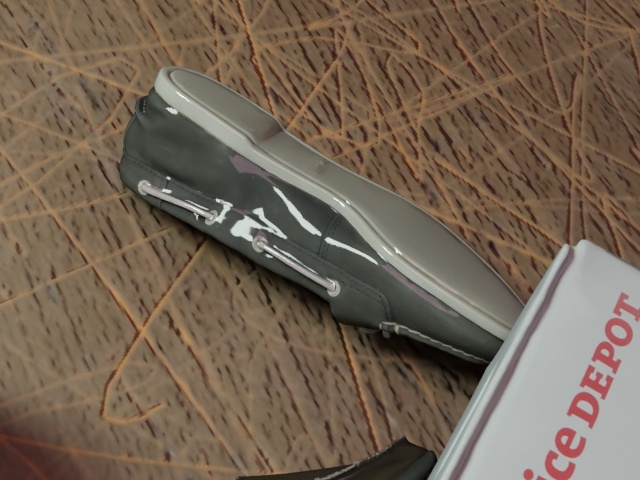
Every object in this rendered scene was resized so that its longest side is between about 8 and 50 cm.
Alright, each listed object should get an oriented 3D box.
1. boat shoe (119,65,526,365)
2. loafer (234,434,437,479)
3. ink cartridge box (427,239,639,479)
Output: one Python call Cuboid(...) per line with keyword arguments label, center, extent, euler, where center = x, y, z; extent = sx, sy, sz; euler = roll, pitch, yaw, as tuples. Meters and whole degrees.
Cuboid(label="boat shoe", center=(0.000, 0.000, 1.048), extent=(0.335, 0.095, 0.112), euler=(36, 23, 12))
Cuboid(label="loafer", center=(-0.025, 0.173, 0.917), extent=(0.220, 0.080, 0.078), euler=(-25, 63, -22))
Cuboid(label="ink cartridge box", center=(0.234, 0.217, 0.827), extent=(0.385, 0.160, 0.279), euler=(32, 49, 4))
